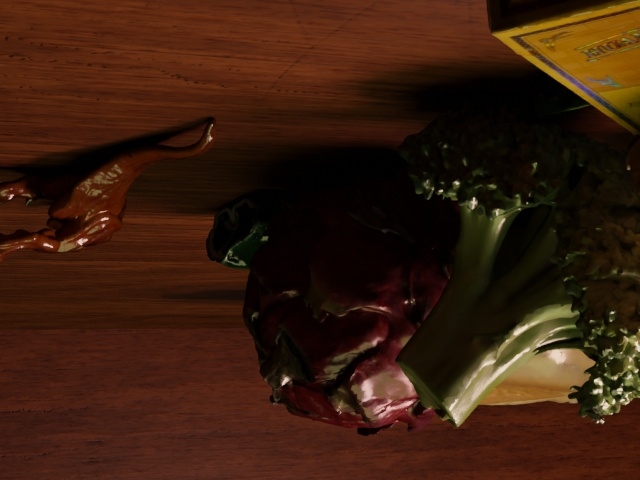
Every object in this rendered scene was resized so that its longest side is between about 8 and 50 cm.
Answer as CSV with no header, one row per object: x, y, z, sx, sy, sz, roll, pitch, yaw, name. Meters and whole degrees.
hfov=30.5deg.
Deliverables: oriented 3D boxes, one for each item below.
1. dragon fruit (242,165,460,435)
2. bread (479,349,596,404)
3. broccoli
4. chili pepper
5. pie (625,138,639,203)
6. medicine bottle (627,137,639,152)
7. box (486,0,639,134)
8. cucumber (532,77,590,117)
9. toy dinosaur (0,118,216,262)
0.067,0.064,1.355,0.329,0.329,0.329,-3,169,-1,dragon fruit
0.270,0.135,1.897,0.376,0.253,0.348,-10,162,26,bread
0.221,0.032,1.108,0.249,0.302,0.375,-6,133,50,broccoli
0.000,0.000,1.546,0.270,0.099,0.136,10,140,-29,chili pepper
0.404,-0.078,0.917,0.339,0.083,0.339,-21,-164,6,pie
0.470,0.028,1.281,0.245,0.290,0.245,-3,170,0,medicine bottle
0.258,-0.156,0.799,0.192,0.084,0.301,-11,167,30,box
0.242,-0.138,1.030,0.107,0.035,0.067,-12,-176,35,cucumber
-0.272,-0.035,1.278,0.208,0.097,0.432,-13,178,-27,toy dinosaur
